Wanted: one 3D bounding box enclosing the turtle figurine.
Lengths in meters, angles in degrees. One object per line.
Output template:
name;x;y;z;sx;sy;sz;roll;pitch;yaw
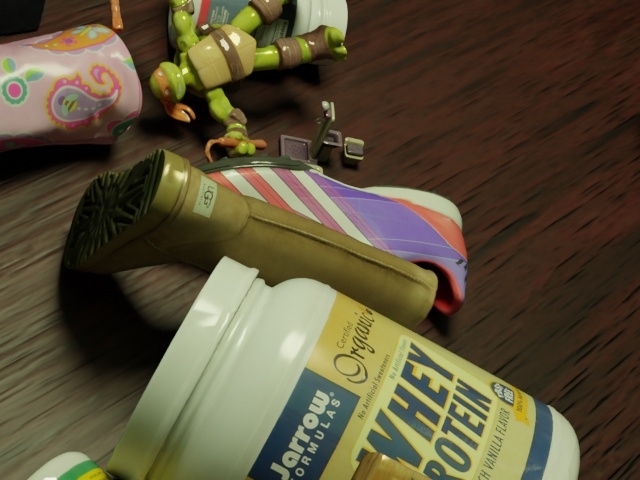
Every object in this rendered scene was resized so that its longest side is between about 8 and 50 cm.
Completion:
turtle figurine;-0.085;-0.179;1.265;0.217;0.087;0.269;-27;94;-18

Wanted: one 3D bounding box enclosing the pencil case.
pencil case;-0.311;-0.126;1.146;0.284;0.124;0.124;-16;62;-33

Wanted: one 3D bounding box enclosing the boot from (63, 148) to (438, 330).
boot;-0.071;0.024;1.104;0.269;0.236;0.089;24;71;-27

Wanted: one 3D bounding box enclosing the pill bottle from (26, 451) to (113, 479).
pill bottle;-0.144;0.262;0.904;0.208;0.117;0.117;41;48;10

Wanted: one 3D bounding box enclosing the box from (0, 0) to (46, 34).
box;-0.379;-0.288;1.260;0.158;0.093;0.156;-16;62;-35

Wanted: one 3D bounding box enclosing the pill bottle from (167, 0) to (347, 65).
pill bottle;-0.068;-0.247;1.361;0.180;0.108;0.108;8;51;-20

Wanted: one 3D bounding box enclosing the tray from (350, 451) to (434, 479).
tray;0.031;0.366;0.792;0.203;0.076;0.411;28;79;-2

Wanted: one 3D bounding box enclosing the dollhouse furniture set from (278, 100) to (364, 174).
dollhouse furniture set;0.014;-0.083;1.282;0.091;0.081;0.114;10;50;-17

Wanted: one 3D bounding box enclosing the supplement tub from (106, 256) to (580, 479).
supplement tub;0.016;0.170;0.978;0.316;0.228;0.228;28;47;-1

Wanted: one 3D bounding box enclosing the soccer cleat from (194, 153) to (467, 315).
soccer cleat;0.000;0.000;1.195;0.318;0.108;0.116;9;51;-22
